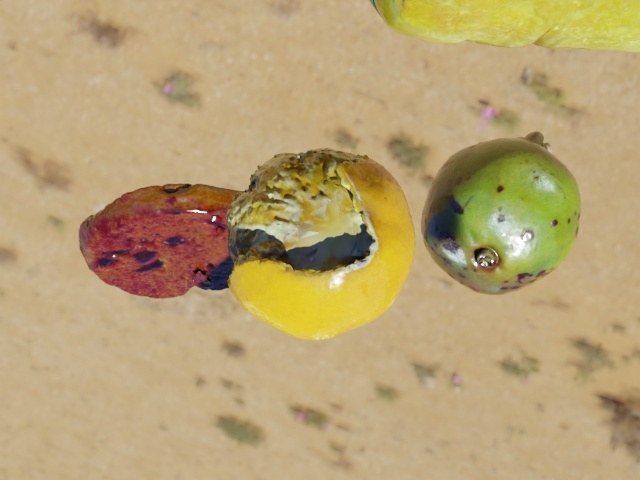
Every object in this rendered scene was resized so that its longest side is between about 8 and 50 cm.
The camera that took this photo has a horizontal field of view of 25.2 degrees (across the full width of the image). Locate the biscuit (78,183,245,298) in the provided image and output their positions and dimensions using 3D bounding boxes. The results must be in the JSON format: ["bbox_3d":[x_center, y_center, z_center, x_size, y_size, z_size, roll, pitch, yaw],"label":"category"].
[{"bbox_3d":[-0.134,0.000,1.332,0.192,0.049,0.192,-6,151,-3],"label":"biscuit"}]

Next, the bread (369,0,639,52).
[{"bbox_3d":[0.204,-0.262,1.107,0.377,0.208,0.251,3,120,-9],"label":"bread"}]

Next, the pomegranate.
[{"bbox_3d":[0.230,-0.047,1.783,0.202,0.248,0.202,13,129,16],"label":"pomegranate"}]

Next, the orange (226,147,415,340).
[{"bbox_3d":[0.000,0.000,1.114,0.157,0.156,0.134,26,170,-11],"label":"orange"}]
